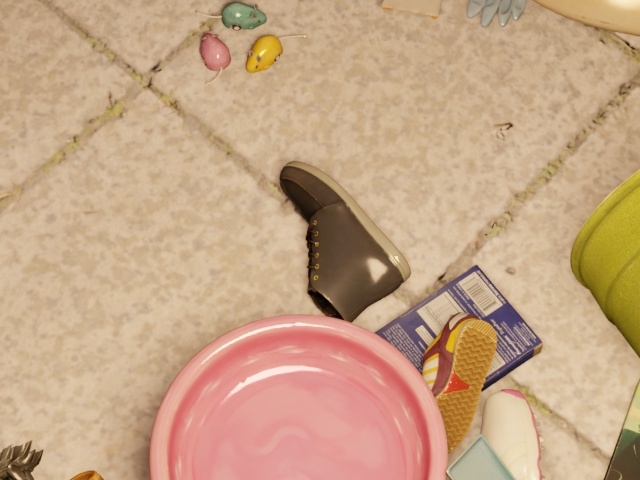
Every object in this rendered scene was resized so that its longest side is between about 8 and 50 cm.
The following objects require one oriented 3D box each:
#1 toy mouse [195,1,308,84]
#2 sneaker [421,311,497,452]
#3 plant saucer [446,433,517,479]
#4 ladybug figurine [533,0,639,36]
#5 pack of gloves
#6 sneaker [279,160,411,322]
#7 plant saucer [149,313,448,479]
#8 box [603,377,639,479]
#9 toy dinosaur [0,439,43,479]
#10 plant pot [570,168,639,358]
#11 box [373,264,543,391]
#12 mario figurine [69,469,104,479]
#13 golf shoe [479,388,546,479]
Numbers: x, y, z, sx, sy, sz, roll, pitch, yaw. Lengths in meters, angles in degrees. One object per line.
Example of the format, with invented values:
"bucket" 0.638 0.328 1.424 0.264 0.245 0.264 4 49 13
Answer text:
"toy mouse" -0.124 -0.288 2.081 0.143 0.031 0.161 42 70 18
"sneaker" 0.149 0.176 1.796 0.070 0.084 0.185 27 88 -20
"plant saucer" 0.211 0.309 1.653 0.067 0.018 0.192 -41 96 -32
"ladybug figurine" 0.467 -0.396 2.025 0.450 0.161 0.305 3 38 -5
"pack of gloves" 0.207 -0.387 2.139 0.195 0.046 0.232 11 57 11
"sneaker" 0.000 0.000 1.908 0.118 0.083 0.222 -39 71 -18
"plant saucer" -0.024 0.248 1.682 0.332 0.084 0.332 0 63 0
"box" 0.437 0.338 1.755 0.232 0.058 0.322 21 63 9
"toy dinosaur" -0.346 0.351 1.700 0.322 0.164 0.218 -12 79 -30
"plant pot" 0.522 0.098 1.690 0.367 0.366 0.353 -17 60 -9
"box" 0.146 0.143 1.862 0.225 0.036 0.136 -32 68 -16
"mario figurine" -0.221 0.417 1.594 0.170 0.198 0.320 -34 100 -21
"golf shoe" 0.182 0.309 1.726 0.140 0.115 0.306 11 62 -8
